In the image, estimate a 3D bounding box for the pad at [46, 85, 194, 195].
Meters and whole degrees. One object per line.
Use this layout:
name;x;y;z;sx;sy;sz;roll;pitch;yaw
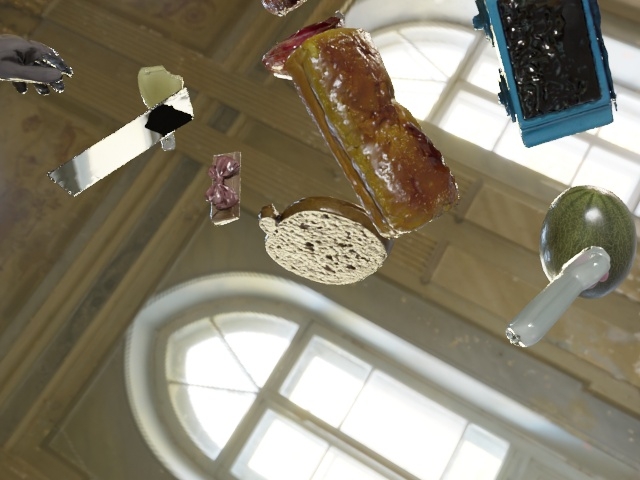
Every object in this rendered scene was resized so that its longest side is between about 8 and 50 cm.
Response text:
pad;-0.379;-0.189;1.344;0.299;0.005;0.202;-35;-2;-9

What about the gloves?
gloves;-0.617;-0.347;1.346;0.285;0.142;0.119;3;-65;-53

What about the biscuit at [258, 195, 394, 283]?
biscuit;0.002;-0.008;1.776;0.394;0.350;0.070;-32;36;55

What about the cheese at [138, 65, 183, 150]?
cheese;-0.462;-0.391;2.045;0.127;0.050;0.256;-13;-60;-18

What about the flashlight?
flashlight;0.352;0.085;1.014;0.200;0.047;0.093;-41;1;-17

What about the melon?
melon;0.692;0.003;1.786;0.237;0.237;0.302;-44;-45;-49

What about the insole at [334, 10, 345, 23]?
insole;0.064;-0.719;2.228;0.135;0.002;0.045;-40;-49;-70

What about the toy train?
toy train;0.363;-0.310;1.122;0.265;0.188;0.300;-58;-50;-69

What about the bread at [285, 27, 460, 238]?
bread;0.073;-0.141;0.868;0.139;0.271;0.077;-27;-2;-35

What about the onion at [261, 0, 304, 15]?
onion;-0.057;-0.609;1.518;0.230;0.163;0.230;-43;14;14

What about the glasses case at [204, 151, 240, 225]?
glasses case;-0.249;-0.143;1.783;0.070;0.102;0.194;14;-111;-43

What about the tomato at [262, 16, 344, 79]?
tomato;-0.022;-0.398;1.475;0.189;0.173;0.099;-53;-54;-40
